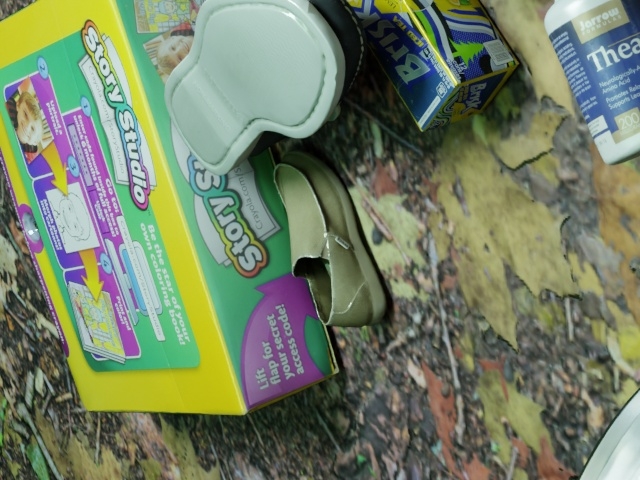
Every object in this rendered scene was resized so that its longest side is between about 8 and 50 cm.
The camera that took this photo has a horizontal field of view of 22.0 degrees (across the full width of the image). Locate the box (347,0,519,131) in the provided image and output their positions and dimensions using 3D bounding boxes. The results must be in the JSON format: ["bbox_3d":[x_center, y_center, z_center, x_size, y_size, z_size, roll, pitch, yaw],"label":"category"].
[{"bbox_3d":[0.054,-0.157,1.057,0.169,0.054,0.059,60,148,17],"label":"box"}]

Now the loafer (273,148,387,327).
[{"bbox_3d":[0.000,0.000,1.236,0.148,0.050,0.056,63,148,12],"label":"loafer"}]

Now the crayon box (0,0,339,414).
[{"bbox_3d":[-0.153,-0.038,1.401,0.313,0.106,0.363,-9,100,57],"label":"crayon box"}]

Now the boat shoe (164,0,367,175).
[{"bbox_3d":[-0.028,-0.125,1.123,0.114,0.091,0.302,57,160,-7],"label":"boat shoe"}]

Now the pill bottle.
[{"bbox_3d":[0.164,-0.107,0.902,0.067,0.067,0.120,-30,82,59],"label":"pill bottle"}]

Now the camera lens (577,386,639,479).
[{"bbox_3d":[0.262,0.177,0.764,0.274,0.219,0.219,33,133,45],"label":"camera lens"}]
